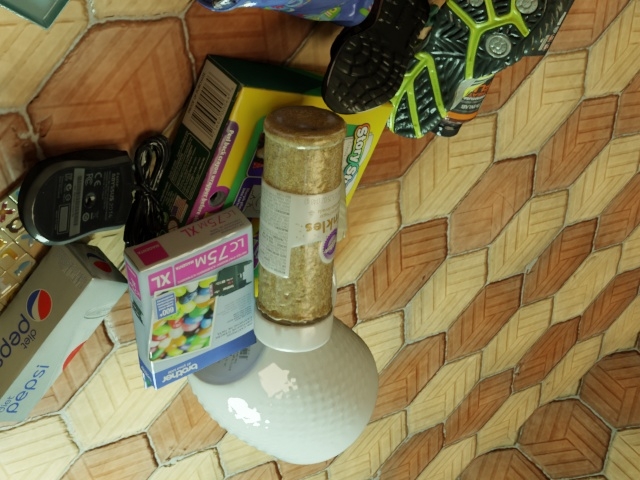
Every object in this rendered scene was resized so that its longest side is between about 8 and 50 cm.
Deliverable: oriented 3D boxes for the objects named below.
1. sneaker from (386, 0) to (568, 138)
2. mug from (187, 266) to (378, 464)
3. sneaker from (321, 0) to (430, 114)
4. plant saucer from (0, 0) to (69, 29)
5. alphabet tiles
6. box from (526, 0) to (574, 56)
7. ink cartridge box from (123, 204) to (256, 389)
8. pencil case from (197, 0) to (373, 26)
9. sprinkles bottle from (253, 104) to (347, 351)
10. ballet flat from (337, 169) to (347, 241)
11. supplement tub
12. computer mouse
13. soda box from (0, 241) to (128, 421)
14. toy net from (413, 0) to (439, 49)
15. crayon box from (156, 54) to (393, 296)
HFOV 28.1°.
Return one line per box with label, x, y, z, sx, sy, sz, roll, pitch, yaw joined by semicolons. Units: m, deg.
sneaker;0.232;-0.315;1.974;0.384;0.145;0.147;-36;-170;40
mug;-0.069;0.178;2.246;0.328;0.276;0.374;40;67;-56
sneaker;0.062;-0.267;1.892;0.124;0.107;0.283;-25;-155;47
plant saucer;-0.366;-0.307;1.490;0.067;0.018;0.192;-51;151;9
alphabet tiles;-0.455;0.033;1.804;0.237;0.009;0.198;-43;150;-7
box;0.376;-0.431;2.232;0.183;0.056;0.231;-10;135;-47
ink cartridge box;-0.188;0.105;1.917;0.185;0.065;0.311;-23;141;-23
pencil case;-0.044;-0.358;1.721;0.306;0.133;0.119;-5;101;-50
sprinkles bottle;-0.032;-0.014;1.862;0.121;0.121;0.355;-20;127;-37
ballet flat;0.000;0.000;1.973;0.086;0.086;0.248;-13;132;-44
supplement tub;0.240;-0.274;2.200;0.106;0.106;0.198;-20;144;-38
computer mouse;-0.327;-0.060;1.778;0.272;0.072;0.189;-7;112;-55
soda box;-0.413;0.136;1.886;0.286;0.091;0.098;-51;155;12
toy net;0.200;-0.373;2.093;0.122;0.045;0.232;0;127;-51
crayon box;-0.091;-0.087;1.963;0.313;0.106;0.363;1;122;-44
